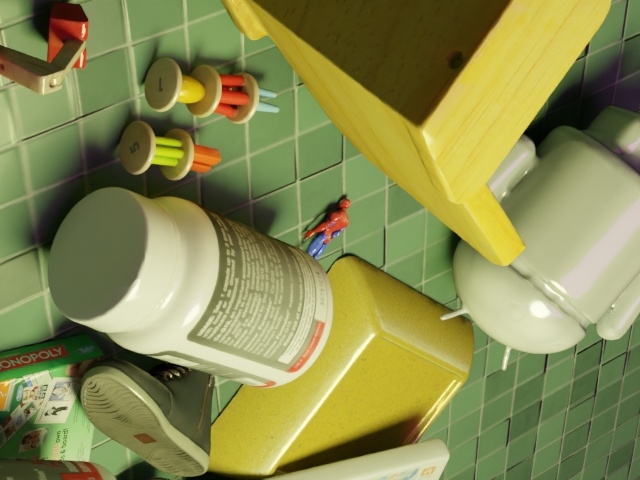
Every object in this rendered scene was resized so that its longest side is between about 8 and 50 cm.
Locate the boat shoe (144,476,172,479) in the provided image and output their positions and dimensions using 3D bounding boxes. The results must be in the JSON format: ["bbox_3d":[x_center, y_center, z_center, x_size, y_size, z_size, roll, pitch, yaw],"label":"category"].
[{"bbox_3d":[-0.248,0.407,1.659,0.307,0.111,0.104,-55,165,9],"label":"boat shoe"}]

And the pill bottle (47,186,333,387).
[{"bbox_3d":[-0.129,0.048,1.411,0.283,0.161,0.161,25,104,-49],"label":"pill bottle"}]

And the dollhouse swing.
[{"bbox_3d":[0.114,-0.200,1.277,0.305,0.347,0.315,26,102,-49],"label":"dollhouse swing"}]

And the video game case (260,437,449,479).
[{"bbox_3d":[-0.016,0.385,1.793,0.329,0.036,0.300,-9,142,-23],"label":"video game case"}]

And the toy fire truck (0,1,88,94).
[{"bbox_3d":[-0.263,-0.146,1.147,0.135,0.192,0.047,5,122,-11],"label":"toy fire truck"}]

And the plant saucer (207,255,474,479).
[{"bbox_3d":[0.043,0.214,1.769,0.333,0.081,0.333,-53,141,7],"label":"plant saucer"}]

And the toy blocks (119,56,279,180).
[{"bbox_3d":[-0.115,-0.115,1.373,0.148,0.054,0.123,5,117,-45],"label":"toy blocks"}]

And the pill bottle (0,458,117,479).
[{"bbox_3d":[-0.378,0.309,1.297,0.363,0.210,0.210,6,118,-29],"label":"pill bottle"}]

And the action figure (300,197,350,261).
[{"bbox_3d":[0.000,0.000,1.593,0.115,0.030,0.038,-54,146,0],"label":"action figure"}]

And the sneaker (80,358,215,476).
[{"bbox_3d":[-0.186,0.160,1.495,0.083,0.118,0.222,-8,144,20],"label":"sneaker"}]

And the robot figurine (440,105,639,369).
[{"bbox_3d":[0.306,-0.002,1.733,0.300,0.200,0.353,40,92,-14],"label":"robot figurine"}]

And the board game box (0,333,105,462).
[{"bbox_3d":[-0.351,0.258,1.473,0.213,0.046,0.317,-11,129,-35],"label":"board game box"}]
